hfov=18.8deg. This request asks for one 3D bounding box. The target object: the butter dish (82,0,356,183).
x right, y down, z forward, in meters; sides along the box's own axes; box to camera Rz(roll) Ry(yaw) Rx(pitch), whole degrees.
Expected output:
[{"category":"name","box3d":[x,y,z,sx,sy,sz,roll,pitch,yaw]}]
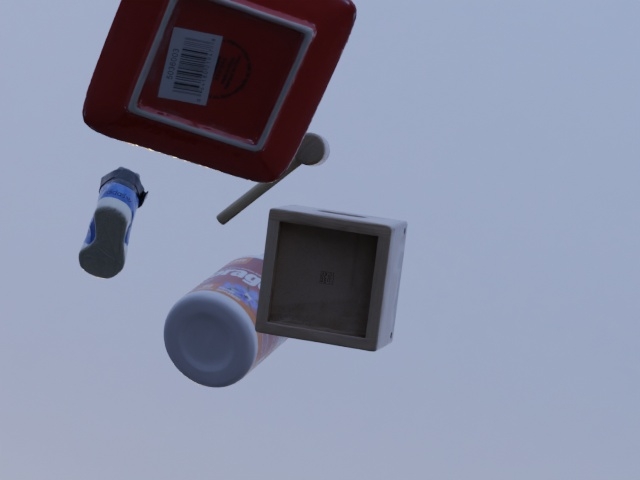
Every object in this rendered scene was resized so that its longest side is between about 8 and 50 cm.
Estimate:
[{"category":"butter dish","box3d":[-0.076,-0.145,1.388,0.159,0.118,0.160,17,-63,-17]}]

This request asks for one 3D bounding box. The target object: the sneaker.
[{"category":"sneaker","box3d":[-0.239,-0.024,2.244,0.058,0.085,0.152,19,-37,0]}]

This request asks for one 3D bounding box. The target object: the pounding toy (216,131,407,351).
[{"category":"pounding toy","box3d":[-0.008,-0.007,1.957,0.181,0.206,0.094,9,6,14]}]

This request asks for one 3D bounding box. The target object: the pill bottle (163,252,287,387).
[{"category":"pill bottle","box3d":[-0.095,0.088,2.357,0.121,0.121,0.216,4,18,20]}]
